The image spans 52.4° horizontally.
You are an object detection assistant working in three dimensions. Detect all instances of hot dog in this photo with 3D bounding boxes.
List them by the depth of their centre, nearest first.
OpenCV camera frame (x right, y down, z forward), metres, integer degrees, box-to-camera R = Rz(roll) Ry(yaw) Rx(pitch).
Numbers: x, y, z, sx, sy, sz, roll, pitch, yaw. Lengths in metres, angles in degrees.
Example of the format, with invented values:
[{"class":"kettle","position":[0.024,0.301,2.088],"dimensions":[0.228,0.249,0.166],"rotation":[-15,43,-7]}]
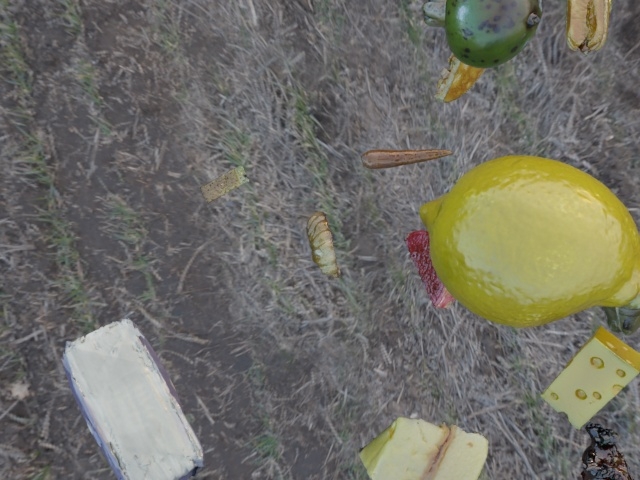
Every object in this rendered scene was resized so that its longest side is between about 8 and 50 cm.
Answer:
[{"class":"hot dog","position":[0.352,-0.304,0.853],"dimensions":[0.057,0.041,0.132],"rotation":[2,82,24]}]

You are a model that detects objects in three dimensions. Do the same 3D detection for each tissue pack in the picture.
[{"class":"tissue pack","position":[-0.286,0.283,1.023],"dimensions":[0.125,0.343,0.242],"rotation":[-28,76,-22]}]

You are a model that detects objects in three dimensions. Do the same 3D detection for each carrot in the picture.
[{"class":"carrot","position":[0.203,-0.197,1.534],"dimensions":[0.217,0.048,0.048],"rotation":[-4,90,7]}]

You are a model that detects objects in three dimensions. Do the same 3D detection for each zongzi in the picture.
[{"class":"zongzi","position":[0.608,0.119,1.402],"dimensions":[0.178,0.081,0.188],"rotation":[26,136,29]}]

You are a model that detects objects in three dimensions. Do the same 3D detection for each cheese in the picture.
[{"class":"cheese","position":[0.480,0.252,1.166],"dimensions":[0.093,0.126,0.171],"rotation":[41,112,20]}]

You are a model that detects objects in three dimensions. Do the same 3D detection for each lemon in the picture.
[{"class":"lemon","position":[0.218,0.002,0.683],"dimensions":[0.244,0.187,0.186],"rotation":[20,94,28]}]

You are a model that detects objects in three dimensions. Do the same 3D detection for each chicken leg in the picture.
[{"class":"chicken leg","position":[0.422,0.377,0.923],"dimensions":[0.063,0.105,0.233],"rotation":[-25,76,39]}]

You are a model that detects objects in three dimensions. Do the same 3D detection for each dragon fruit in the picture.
[{"class":"dragon fruit","position":[0.362,0.060,1.852],"dimensions":[0.126,0.161,0.274],"rotation":[-49,44,33]}]

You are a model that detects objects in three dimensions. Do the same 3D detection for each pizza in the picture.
[{"class":"pizza","position":[0.354,-0.428,1.642],"dimensions":[0.175,0.134,0.046],"rotation":[-35,53,-20]}]

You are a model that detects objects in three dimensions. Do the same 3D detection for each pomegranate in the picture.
[{"class":"pomegranate","position":[0.302,-0.435,1.237],"dimensions":[0.248,0.202,0.202],"rotation":[25,95,38]}]

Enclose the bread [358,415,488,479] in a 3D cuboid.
[{"class":"bread","position":[0.226,0.444,1.387],"dimensions":[0.240,0.135,0.178],"rotation":[22,98,-16]}]

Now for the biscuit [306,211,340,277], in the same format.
[{"class":"biscuit","position":[0.000,0.000,1.586],"dimensions":[0.061,0.118,0.183],"rotation":[-13,51,-2]}]

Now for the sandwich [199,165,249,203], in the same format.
[{"class":"sandwich","position":[-0.182,-0.104,1.220],"dimensions":[0.093,0.105,0.035],"rotation":[-30,99,-10]}]
